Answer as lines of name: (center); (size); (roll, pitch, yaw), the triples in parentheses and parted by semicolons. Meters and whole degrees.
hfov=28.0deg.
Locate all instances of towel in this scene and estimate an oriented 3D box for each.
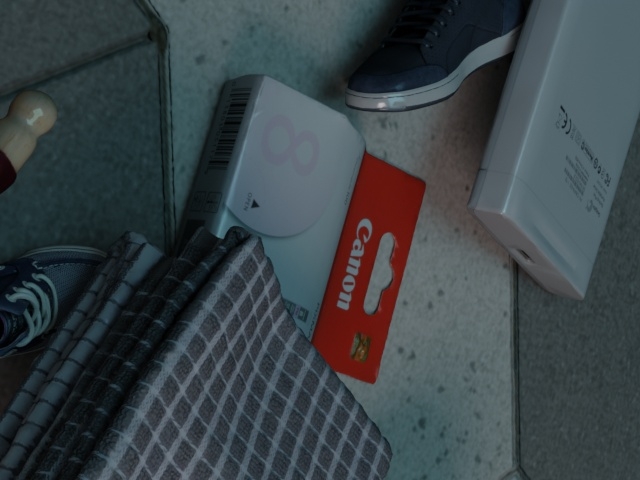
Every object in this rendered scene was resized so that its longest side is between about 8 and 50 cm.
towel: (-0.075, 0.153, 0.797); (0.235, 0.121, 0.283); (52, 44, -26)

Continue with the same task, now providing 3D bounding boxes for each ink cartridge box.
ink cartridge box: (0.000, 0.000, 1.003); (0.232, 0.066, 0.189); (22, 78, -35)

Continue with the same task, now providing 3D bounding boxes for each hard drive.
hard drive: (0.237, -0.148, 1.157); (0.233, 0.047, 0.353); (37, 69, -56)

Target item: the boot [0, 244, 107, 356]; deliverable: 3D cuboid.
boot: (-0.195, 0.049, 0.819); (0.190, 0.086, 0.069); (-19, 105, -38)

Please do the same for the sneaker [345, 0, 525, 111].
sneaker: (0.086, -0.204, 1.030); (0.226, 0.086, 0.163); (-36, 126, -43)

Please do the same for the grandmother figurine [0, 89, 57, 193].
grandmother figurine: (-0.260, -0.073, 0.723); (0.208, 0.104, 0.342); (7, 77, 2)
